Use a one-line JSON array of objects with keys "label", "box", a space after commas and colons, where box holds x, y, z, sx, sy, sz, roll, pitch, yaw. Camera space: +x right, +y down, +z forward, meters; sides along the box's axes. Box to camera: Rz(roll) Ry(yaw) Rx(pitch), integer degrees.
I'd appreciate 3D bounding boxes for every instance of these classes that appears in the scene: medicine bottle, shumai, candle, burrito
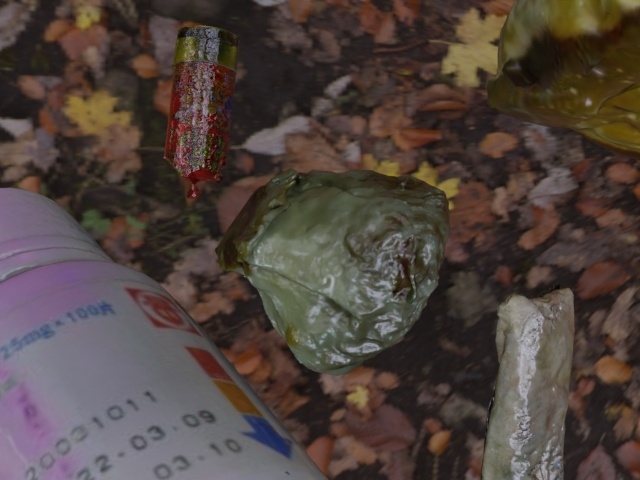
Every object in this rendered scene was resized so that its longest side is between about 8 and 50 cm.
[{"label": "medicine bottle", "box": [-0.105, 0.095, 0.595, 0.254, 0.152, 0.152, 43, 110, 37]}, {"label": "shumai", "box": [0.004, -0.003, 1.054, 0.142, 0.184, 0.184, 26, 109, -28]}, {"label": "candle", "box": [-0.093, -0.096, 1.026, 0.052, 0.052, 0.130, 4, 83, 20]}, {"label": "burrito", "box": [0.121, 0.111, 0.790, 0.051, 0.042, 0.171, 1, 102, -22]}]

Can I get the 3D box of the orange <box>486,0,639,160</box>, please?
[{"label": "orange", "box": [0.287, -0.121, 0.687, 0.369, 0.271, 0.210, 17, 83, -11]}]
